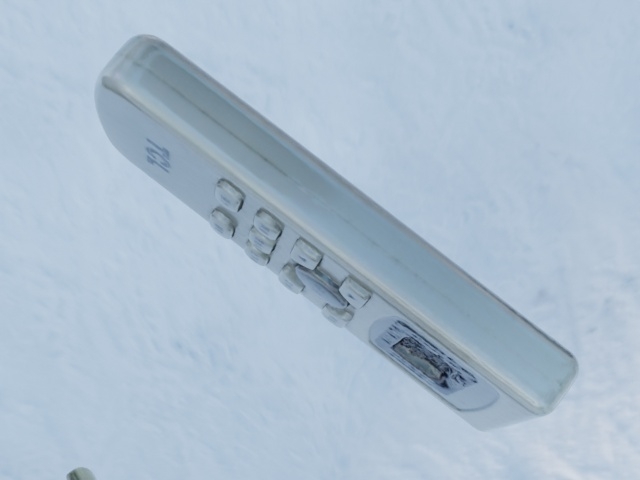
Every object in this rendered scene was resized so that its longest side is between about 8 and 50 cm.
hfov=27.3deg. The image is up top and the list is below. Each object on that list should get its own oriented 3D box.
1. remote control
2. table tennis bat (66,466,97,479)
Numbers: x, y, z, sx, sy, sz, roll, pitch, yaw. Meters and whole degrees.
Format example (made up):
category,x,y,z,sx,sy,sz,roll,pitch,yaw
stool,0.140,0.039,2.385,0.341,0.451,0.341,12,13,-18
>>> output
category,x,y,z,sx,sy,sz,roll,pitch,yaw
remote control,0.000,0.000,0.464,0.190,0.087,0.029,38,76,1
table tennis bat,-0.088,0.161,0.636,0.013,0.087,0.156,-44,42,-1
